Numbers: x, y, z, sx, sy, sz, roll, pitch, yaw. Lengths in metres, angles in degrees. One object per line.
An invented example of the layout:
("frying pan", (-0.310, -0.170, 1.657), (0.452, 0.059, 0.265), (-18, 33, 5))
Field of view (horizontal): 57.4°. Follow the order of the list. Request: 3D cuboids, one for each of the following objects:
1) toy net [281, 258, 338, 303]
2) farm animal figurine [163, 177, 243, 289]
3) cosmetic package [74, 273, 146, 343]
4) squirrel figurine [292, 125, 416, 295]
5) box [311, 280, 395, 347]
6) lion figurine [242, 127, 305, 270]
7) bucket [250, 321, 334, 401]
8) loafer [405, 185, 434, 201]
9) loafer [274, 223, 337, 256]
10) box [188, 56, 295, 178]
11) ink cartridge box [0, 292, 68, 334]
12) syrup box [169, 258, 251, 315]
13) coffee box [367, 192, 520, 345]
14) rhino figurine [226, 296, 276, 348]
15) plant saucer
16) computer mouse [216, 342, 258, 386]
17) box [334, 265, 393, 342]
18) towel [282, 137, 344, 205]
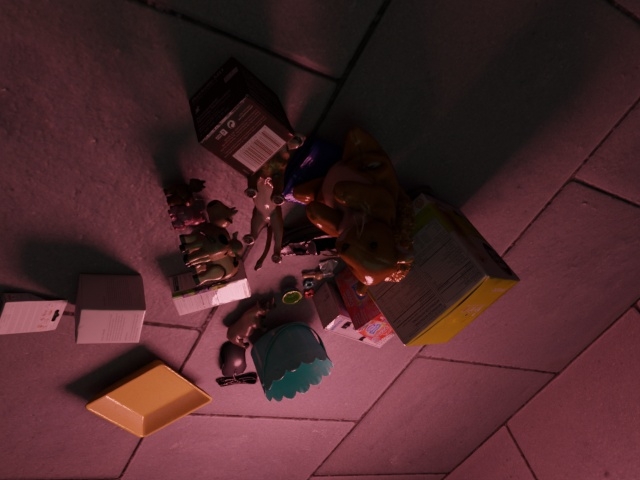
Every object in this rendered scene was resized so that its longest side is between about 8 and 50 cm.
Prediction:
("toy net", (-0.023, 0.152, 2.026), (0.232, 0.045, 0.122), (-34, 135, 11))
("farm animal figurine", (-0.288, -0.009, 1.567), (0.172, 0.330, 0.327), (-18, 135, -11))
("cosmetic package", (-0.632, 0.205, 1.753), (0.183, 0.151, 0.151), (5, 129, -26))
("squirrel figurine", (0.151, -0.032, 1.585), (0.281, 0.370, 0.397), (-38, 136, 23))
("box", (0.120, 0.270, 2.109), (0.290, 0.169, 0.087), (23, 120, -38))
("lion figurine", (-0.144, -0.126, 1.591), (0.142, 0.240, 0.392), (9, 133, -9))
("bucket", (-0.110, 0.435, 2.120), (0.281, 0.183, 0.281), (-24, 150, -15))
("loafer", (0.258, -0.076, 1.896), (0.267, 0.084, 0.096), (-31, 133, 8))
("loafer", (0.000, 0.000, 1.815), (0.302, 0.095, 0.109), (-19, 151, 14))
("box", (-0.194, -0.297, 1.419), (0.168, 0.203, 0.167), (-41, 133, 17))
("ink cartridge box", (-0.874, 0.216, 1.760), (0.179, 0.045, 0.145), (0, 133, -47))
("syrup box", (-0.348, 0.147, 1.855), (0.237, 0.093, 0.096), (-15, 135, -8))
("coffee box", (0.366, 0.104, 1.870), (0.338, 0.334, 0.337), (-46, 152, 21))
("rhino figurine", (-0.236, 0.280, 2.043), (0.106, 0.073, 0.243), (24, 118, -40))
("plant saucer", (-0.625, 0.568, 2.152), (0.332, 0.081, 0.333), (-29, 136, 7))
("computer mouse", (-0.291, 0.482, 2.219), (0.184, 0.060, 0.262), (-2, 132, -20))
("box", (0.160, 0.202, 1.996), (0.122, 0.257, 0.128), (-38, 134, 17))
("towel", (0.042, -0.182, 1.725), (0.308, 0.076, 0.228), (14, 132, -33))
